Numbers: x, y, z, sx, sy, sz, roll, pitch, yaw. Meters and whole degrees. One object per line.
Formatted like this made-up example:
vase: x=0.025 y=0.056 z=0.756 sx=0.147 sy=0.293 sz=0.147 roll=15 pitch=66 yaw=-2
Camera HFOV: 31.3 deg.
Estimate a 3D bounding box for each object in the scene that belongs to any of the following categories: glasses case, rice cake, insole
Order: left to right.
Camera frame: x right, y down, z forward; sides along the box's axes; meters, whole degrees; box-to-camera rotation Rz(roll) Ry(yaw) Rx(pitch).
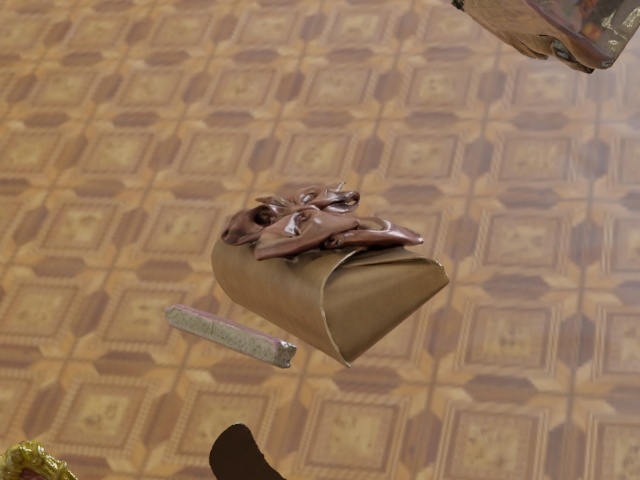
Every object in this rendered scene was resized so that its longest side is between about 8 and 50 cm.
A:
rice cake: x=-0.113 y=0.113 z=1.390 sx=0.206 sy=0.047 sz=0.036 roll=16 pitch=80 yaw=42
insole: x=-0.067 y=0.271 z=1.226 sx=0.003 sy=0.232 sz=0.080 roll=23 pitch=62 yaw=38
glasses case: x=0.000 y=0.000 z=0.692 sx=0.102 sy=0.070 sz=0.193 roll=-38 pitch=22 yaw=-14

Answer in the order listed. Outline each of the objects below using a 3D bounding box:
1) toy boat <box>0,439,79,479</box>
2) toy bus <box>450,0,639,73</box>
toy boat: x=-0.315 y=0.369 z=1.320 sx=0.141 sy=0.318 sz=0.099 roll=-10 pitch=12 yaw=-11
toy bus: x=0.183 y=-0.222 z=0.969 sx=0.112 sy=0.138 sz=0.317 roll=-58 pitch=11 yaw=6
